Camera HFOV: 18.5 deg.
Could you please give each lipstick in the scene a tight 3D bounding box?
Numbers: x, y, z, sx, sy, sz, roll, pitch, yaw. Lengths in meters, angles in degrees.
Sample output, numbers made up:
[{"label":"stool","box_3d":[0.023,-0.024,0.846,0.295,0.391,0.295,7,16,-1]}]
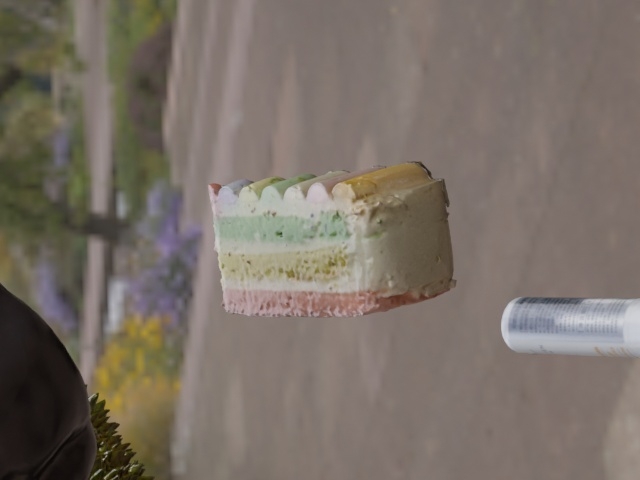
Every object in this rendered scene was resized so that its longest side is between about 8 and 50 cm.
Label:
[{"label":"lipstick","box_3d":[0.184,0.057,1.291,0.141,0.040,0.040,0,93,42]}]

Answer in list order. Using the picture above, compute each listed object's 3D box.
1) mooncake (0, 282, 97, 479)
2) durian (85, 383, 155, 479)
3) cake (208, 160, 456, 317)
[{"label":"mooncake","box_3d":[-0.299,0.127,1.330,0.283,0.283,0.141,101,-168,-47]},{"label":"durian","box_3d":[-0.259,0.224,1.574,0.291,0.291,0.225,-164,55,-77]},{"label":"cake","box_3d":[-0.012,0.005,1.526,0.225,0.090,0.109,-5,101,35]}]
